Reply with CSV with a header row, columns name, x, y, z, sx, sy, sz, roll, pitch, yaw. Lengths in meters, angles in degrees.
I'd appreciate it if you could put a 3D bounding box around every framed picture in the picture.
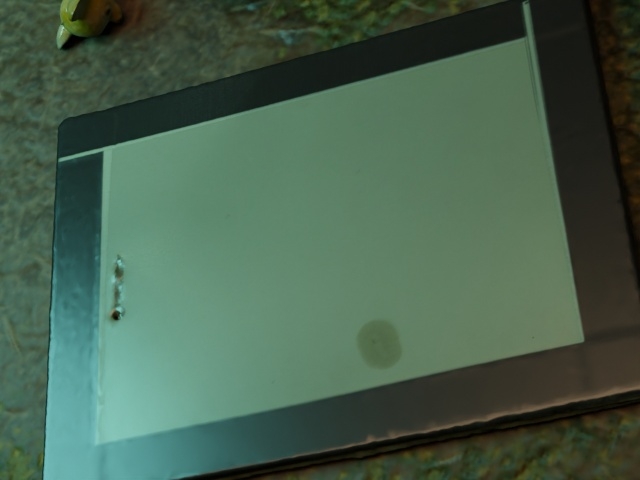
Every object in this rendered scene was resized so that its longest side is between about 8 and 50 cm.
name,x,y,z,sx,sy,sz,roll,pitch,yaw
framed picture,0.000,0.000,0.795,0.347,0.016,0.265,-14,59,15

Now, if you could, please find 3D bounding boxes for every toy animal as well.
name,x,y,z,sx,sy,sz,roll,pitch,yaw
toy animal,-0.171,-0.168,0.934,0.081,0.060,0.083,10,59,-17
